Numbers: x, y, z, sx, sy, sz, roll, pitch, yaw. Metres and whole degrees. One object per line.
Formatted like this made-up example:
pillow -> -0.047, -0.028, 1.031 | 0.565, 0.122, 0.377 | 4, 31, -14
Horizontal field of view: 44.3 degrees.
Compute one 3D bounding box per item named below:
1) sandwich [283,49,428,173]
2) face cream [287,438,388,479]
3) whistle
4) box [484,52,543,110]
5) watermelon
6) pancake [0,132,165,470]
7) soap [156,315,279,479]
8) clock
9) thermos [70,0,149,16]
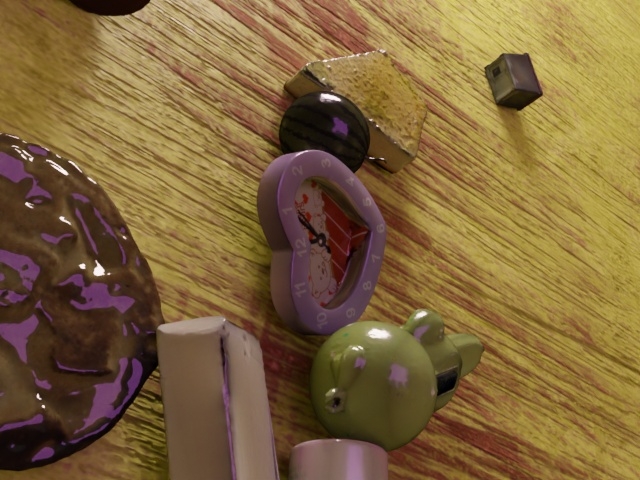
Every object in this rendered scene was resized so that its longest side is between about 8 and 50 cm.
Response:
sandwich -> 0.056, -0.202, 1.048 | 0.193, 0.058, 0.162 | 35, 47, -20
face cream -> 0.013, 0.352, 0.676 | 0.102, 0.102, 0.345 | 22, 55, -32
whistle -> 0.081, 0.141, 0.858 | 0.141, 0.141, 0.294 | 65, 25, 6
box -> 0.320, -0.266, 1.312 | 0.063, 0.060, 0.084 | -2, 70, -37
watermelon -> 0.016, -0.115, 0.919 | 0.133, 0.105, 0.105 | 28, 45, 10
pancake -> -0.261, 0.041, 0.642 | 0.295, 0.049, 0.294 | 20, 55, -31
soap -> -0.084, 0.165, 0.683 | 0.121, 0.064, 0.183 | 51, 27, -66
clock -> 0.000, 0.000, 0.865 | 0.172, 0.064, 0.197 | -15, 98, -48
thermos -> -0.224, -0.364, 0.856 | 0.124, 0.099, 0.231 | 12, 61, -32
